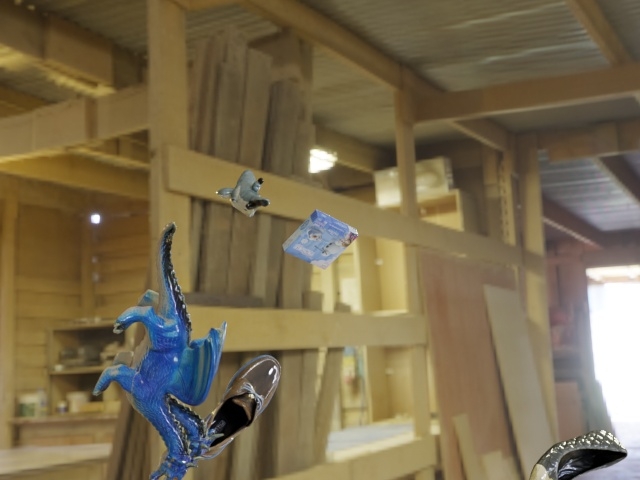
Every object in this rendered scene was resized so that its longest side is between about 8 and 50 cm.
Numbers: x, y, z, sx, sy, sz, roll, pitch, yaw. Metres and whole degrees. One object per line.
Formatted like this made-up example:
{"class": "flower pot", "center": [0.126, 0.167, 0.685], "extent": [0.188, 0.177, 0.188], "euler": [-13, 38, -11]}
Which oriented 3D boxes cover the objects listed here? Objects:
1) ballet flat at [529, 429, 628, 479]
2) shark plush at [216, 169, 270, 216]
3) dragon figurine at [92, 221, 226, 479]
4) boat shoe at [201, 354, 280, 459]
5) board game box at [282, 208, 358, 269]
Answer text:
{"class": "ballet flat", "center": [0.341, 0.295, 1.120], "extent": [0.173, 0.057, 0.049], "euler": [-16, 22, -33]}
{"class": "shark plush", "center": [-0.120, -0.081, 1.378], "extent": [0.073, 0.067, 0.161], "euler": [36, -1, -11]}
{"class": "dragon figurine", "center": [-0.150, 0.124, 0.907], "extent": [0.144, 0.289, 0.085], "euler": [21, 11, 0]}
{"class": "boat shoe", "center": [-0.111, 0.237, 1.197], "extent": [0.066, 0.183, 0.066], "euler": [42, -27, -7]}
{"class": "board game box", "center": [0.000, 0.000, 1.387], "extent": [0.090, 0.020, 0.090], "euler": [25, -58, -33]}
